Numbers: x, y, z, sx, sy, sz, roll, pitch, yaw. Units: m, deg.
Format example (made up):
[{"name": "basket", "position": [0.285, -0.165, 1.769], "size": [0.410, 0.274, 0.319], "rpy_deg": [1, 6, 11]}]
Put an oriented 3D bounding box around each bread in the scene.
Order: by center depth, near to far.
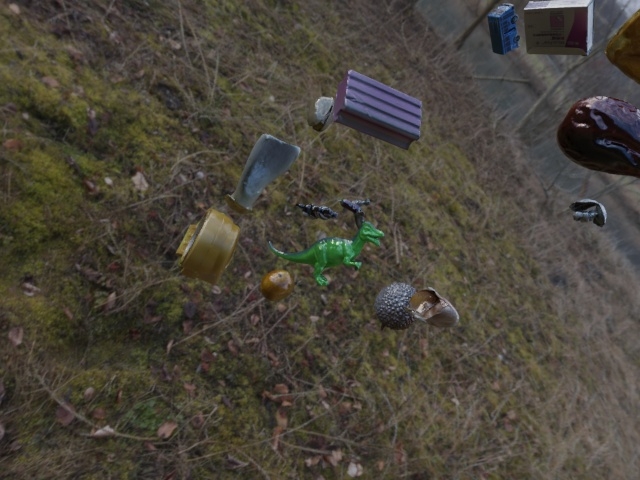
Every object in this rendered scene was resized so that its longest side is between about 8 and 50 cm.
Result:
[{"name": "bread", "position": [0.914, -0.538, 1.121], "size": [0.099, 0.235, 0.210], "rpy_deg": [-30, 70, -38]}]

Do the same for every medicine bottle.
[{"name": "medicine bottle", "position": [0.779, -0.696, 1.383], "size": [0.052, 0.201, 0.171], "rpy_deg": [-50, 137, -17]}]

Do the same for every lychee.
[{"name": "lychee", "position": [0.266, 0.239, 1.498], "size": [0.165, 0.197, 0.165], "rpy_deg": [25, 32, -17]}]

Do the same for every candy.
[{"name": "candy", "position": [0.155, -0.171, 2.143], "size": [0.174, 0.043, 0.045], "rpy_deg": [31, -17, 23]}]

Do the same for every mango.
[{"name": "mango", "position": [-0.135, 0.150, 1.394], "size": [0.089, 0.115, 0.165], "rpy_deg": [53, 11, 22]}]

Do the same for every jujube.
[{"name": "jujube", "position": [0.696, -0.243, 1.015], "size": [0.236, 0.168, 0.168], "rpy_deg": [43, 28, 25]}]

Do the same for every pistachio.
[{"name": "pistachio", "position": [0.005, -0.484, 1.620], "size": [0.113, 0.113, 0.149], "rpy_deg": [27, 62, -34]}]

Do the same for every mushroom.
[{"name": "mushroom", "position": [-0.224, -0.241, 1.571], "size": [0.159, 0.329, 0.122], "rpy_deg": [35, 4, 27]}]

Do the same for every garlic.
[{"name": "garlic", "position": [0.320, 0.190, 1.224], "size": [0.124, 0.099, 0.174], "rpy_deg": [27, 5, -20]}]

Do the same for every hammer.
[{"name": "hammer", "position": [0.221, -0.137, 2.427], "size": [0.227, 0.158, 0.041], "rpy_deg": [69, 12, -44]}]

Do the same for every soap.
[{"name": "soap", "position": [0.136, -0.303, 0.989], "size": [0.202, 0.065, 0.122], "rpy_deg": [17, 63, -16]}]

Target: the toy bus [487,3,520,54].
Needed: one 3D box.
[{"name": "toy bus", "position": [0.804, -0.929, 1.864], "size": [0.185, 0.106, 0.090], "rpy_deg": [60, 1, -36]}]

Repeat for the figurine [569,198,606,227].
[{"name": "figurine", "position": [0.779, -0.079, 1.240], "size": [0.094, 0.086, 0.083], "rpy_deg": [51, 42, -66]}]

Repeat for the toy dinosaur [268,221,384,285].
[{"name": "toy dinosaur", "position": [0.000, 0.000, 1.949], "size": [0.499, 0.375, 0.144], "rpy_deg": [33, 15, 20]}]

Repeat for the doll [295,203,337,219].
[{"name": "doll", "position": [-0.017, -0.121, 1.810], "size": [0.091, 0.219, 0.067], "rpy_deg": [22, 86, -43]}]

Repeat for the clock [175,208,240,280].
[{"name": "clock", "position": [-0.397, 0.020, 1.527], "size": [0.200, 0.317, 0.245], "rpy_deg": [25, 71, -17]}]
